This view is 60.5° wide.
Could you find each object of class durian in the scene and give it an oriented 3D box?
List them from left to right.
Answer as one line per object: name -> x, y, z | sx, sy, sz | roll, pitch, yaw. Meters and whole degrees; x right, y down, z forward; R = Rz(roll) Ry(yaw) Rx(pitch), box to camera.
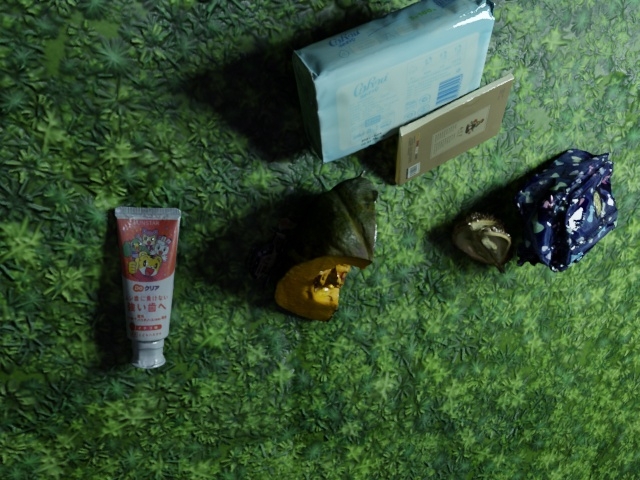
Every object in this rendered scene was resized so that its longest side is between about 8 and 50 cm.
durian -> 0.292, -0.004, 0.943 | 0.140, 0.111, 0.071 | 47, 64, -28

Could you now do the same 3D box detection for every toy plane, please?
toy plane -> -0.080, 0.018, 0.849 | 0.049, 0.031, 0.120 | 20, 103, -30

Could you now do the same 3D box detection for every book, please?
book -> 0.204, -0.168, 0.852 | 0.199, 0.016, 0.138 | -28, 153, -9

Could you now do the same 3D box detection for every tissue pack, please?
tissue pack -> 0.098, -0.228, 0.762 | 0.264, 0.089, 0.177 | -24, 149, -8

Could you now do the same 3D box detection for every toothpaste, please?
toothpaste -> -0.251, 0.067, 0.797 | 0.090, 0.057, 0.233 | 0, 100, -17

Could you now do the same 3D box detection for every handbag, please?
handbag -> 0.429, -0.050, 0.943 | 0.260, 0.113, 0.161 | -31, 120, -36

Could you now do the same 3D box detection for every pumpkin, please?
pumpkin -> -0.004, 0.001, 0.832 | 0.112, 0.162, 0.278 | 8, 150, -10
